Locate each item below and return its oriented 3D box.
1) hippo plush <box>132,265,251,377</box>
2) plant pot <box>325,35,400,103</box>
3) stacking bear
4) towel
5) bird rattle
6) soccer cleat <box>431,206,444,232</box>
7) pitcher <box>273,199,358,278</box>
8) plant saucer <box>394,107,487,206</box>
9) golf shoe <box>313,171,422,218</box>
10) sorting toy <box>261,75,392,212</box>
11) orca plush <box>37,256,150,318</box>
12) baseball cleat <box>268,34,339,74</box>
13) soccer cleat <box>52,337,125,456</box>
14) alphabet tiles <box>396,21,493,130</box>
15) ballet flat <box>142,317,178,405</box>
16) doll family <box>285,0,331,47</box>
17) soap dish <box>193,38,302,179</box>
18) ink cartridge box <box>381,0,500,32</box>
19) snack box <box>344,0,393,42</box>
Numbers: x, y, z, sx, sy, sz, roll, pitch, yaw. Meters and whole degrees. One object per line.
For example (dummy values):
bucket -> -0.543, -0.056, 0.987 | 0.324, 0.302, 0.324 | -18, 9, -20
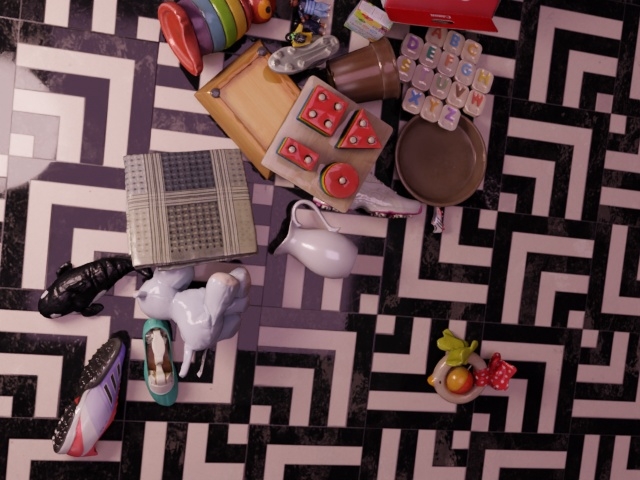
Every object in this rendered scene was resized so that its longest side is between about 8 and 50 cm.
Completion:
hippo plush -> -0.336, 0.164, 1.515 | 0.237, 0.234, 0.294 | 25, 83, 14
plant pot -> 0.107, -0.434, 1.562 | 0.165, 0.167, 0.166 | -15, 97, -3
stacking bear -> -0.240, -0.564, 1.480 | 0.289, 0.164, 0.175 | -32, 136, -19
towel -> -0.330, -0.082, 1.491 | 0.312, 0.056, 0.324 | -6, 67, -13
bird rattle -> 0.426, 0.381, 1.723 | 0.254, 0.143, 0.207 | 37, 98, -25
soccer cleat -> 0.332, -0.061, 1.695 | 0.036, 0.029, 0.083 | -15, 101, -14
pitcher -> 0.000, 0.000, 1.582 | 0.207, 0.125, 0.177 | 21, 98, -3
plant saucer -> 0.336, -0.232, 1.671 | 0.278, 0.041, 0.277 | 0, 90, -12
golf shoe -> 0.137, -0.134, 1.610 | 0.307, 0.115, 0.140 | 8, 89, -13
sorting toy -> 0.028, -0.236, 1.473 | 0.256, 0.089, 0.257 | 30, 89, -17
orca plush -> -0.575, 0.120, 1.484 | 0.287, 0.102, 0.151 | -13, 97, -11
baseball cleat -> -0.047, -0.452, 1.490 | 0.206, 0.109, 0.072 | -23, 89, -22
soccer cleat -> -0.566, 0.403, 1.518 | 0.116, 0.109, 0.318 | 28, 85, -34
alphabet tiles -> 0.343, -0.459, 1.649 | 0.284, 0.021, 0.277 | 22, 80, -10
ballet flat -> -0.422, 0.323, 1.538 | 0.083, 0.087, 0.247 | -7, 96, -11
doll family -> -0.041, -0.559, 1.564 | 0.112, 0.076, 0.192 | 11, 87, -8
soap dish -> -0.145, -0.341, 1.531 | 0.229, 0.118, 0.291 | -42, 100, -6
ink cartridge box -> 0.310, -0.675, 1.523 | 0.310, 0.130, 0.271 | 0, 52, -12
snack box -> 0.127, -0.575, 1.558 | 0.100, 0.141, 0.037 | 28, 88, -12
